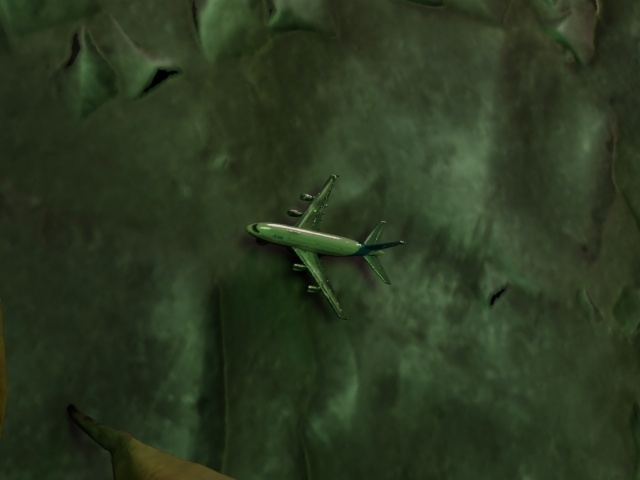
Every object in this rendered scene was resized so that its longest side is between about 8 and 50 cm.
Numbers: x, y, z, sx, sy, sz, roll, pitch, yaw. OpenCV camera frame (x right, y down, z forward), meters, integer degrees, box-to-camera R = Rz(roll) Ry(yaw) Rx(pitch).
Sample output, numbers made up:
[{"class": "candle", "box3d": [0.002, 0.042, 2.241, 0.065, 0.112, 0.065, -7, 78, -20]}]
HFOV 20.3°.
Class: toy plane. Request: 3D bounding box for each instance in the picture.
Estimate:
[{"class": "toy plane", "box3d": [0.000, 0.001, 0.888, 0.084, 0.024, 0.078, 6, 67, -23]}]

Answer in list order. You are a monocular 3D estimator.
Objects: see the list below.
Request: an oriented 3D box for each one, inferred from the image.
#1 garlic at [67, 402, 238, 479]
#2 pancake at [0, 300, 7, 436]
[{"class": "garlic", "box3d": [-0.005, 0.209, 0.707, 0.151, 0.196, 0.338, -39, 93, -12]}, {"class": "pancake", "box3d": [-0.203, 0.009, 0.665, 0.282, 0.049, 0.282, 45, 36, -45]}]
